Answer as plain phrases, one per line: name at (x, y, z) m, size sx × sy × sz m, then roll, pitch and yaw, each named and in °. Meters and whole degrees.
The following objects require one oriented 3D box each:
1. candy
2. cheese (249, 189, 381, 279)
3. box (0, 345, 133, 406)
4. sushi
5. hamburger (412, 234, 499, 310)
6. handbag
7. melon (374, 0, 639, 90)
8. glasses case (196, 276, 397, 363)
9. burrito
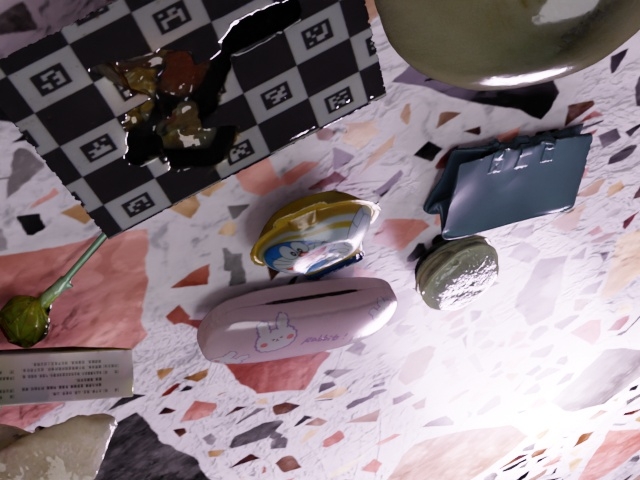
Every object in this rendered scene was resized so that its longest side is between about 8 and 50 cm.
candy at (-0.306, 0.050, 1.449) m, size 0.194 × 0.062 × 0.058 m, roll -45°, pitch -175°, yaw 12°
cheese at (0.000, 0.000, 1.573) m, size 0.177 × 0.069 × 0.270 m, roll -23°, pitch 162°, yaw 4°
box at (-0.373, 0.160, 1.447) m, size 0.260 × 0.062 × 0.175 m, roll -1°, pitch 177°, yaw -34°
sushi at (-0.123, -0.178, 1.237) m, size 0.359 × 0.064 × 0.343 m, roll -27°, pitch 152°, yaw -2°
hamburger at (0.196, 0.044, 1.790) m, size 0.133 × 0.062 × 0.140 m, roll -31°, pitch 146°, yaw -1°
handbag at (0.258, -0.083, 1.663) m, size 0.221 × 0.057 × 0.144 m, roll -11°, pitch 140°, yaw -24°
melon at (0.196, -0.273, 1.161) m, size 0.271 × 0.272 × 0.308 m, roll 6°, pitch 142°, yaw -42°
glasses case at (-0.029, 0.110, 1.704) m, size 0.296 × 0.075 × 0.113 m, roll -8°, pitch 146°, yaw -29°
burrito at (-0.431, 0.283, 1.552) m, size 0.331 × 0.135 × 0.190 m, roll 4°, pitch 157°, yaw -36°
